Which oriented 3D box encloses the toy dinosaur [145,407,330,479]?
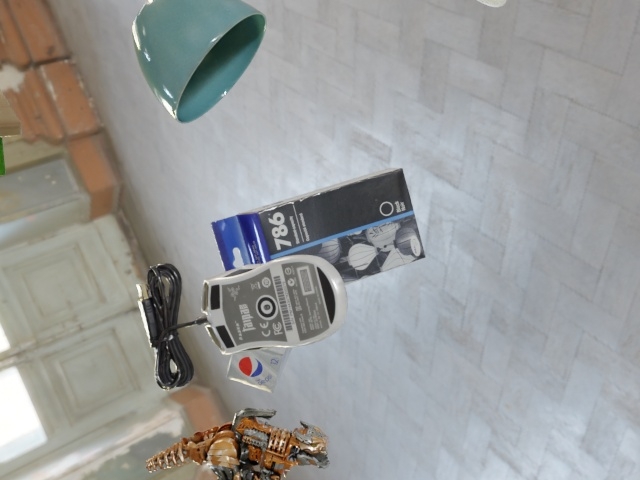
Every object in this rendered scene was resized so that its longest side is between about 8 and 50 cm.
[{"bbox_3d":[-0.142,0.394,1.277,0.322,0.164,0.218,2,107,31],"label":"toy dinosaur"}]

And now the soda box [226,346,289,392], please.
[{"bbox_3d":[-0.082,0.149,1.345,0.091,0.286,0.098,18,122,4],"label":"soda box"}]

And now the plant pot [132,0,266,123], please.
[{"bbox_3d":[-0.281,-0.423,1.525,0.195,0.290,0.290,40,146,3],"label":"plant pot"}]

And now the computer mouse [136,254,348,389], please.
[{"bbox_3d":[-0.059,0.057,0.568,0.193,0.042,0.106,-12,90,26],"label":"computer mouse"}]

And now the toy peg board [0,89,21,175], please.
[{"bbox_3d":[-0.460,-0.133,0.853,0.160,0.161,0.079,46,135,39],"label":"toy peg board"}]

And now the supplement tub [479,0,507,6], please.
[{"bbox_3d":[0.301,-0.508,0.976,0.235,0.325,0.235,46,-176,-4],"label":"supplement tub"}]

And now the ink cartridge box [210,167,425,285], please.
[{"bbox_3d":[0.000,0.000,1.193,0.065,0.333,0.165,-159,52,-74],"label":"ink cartridge box"}]
